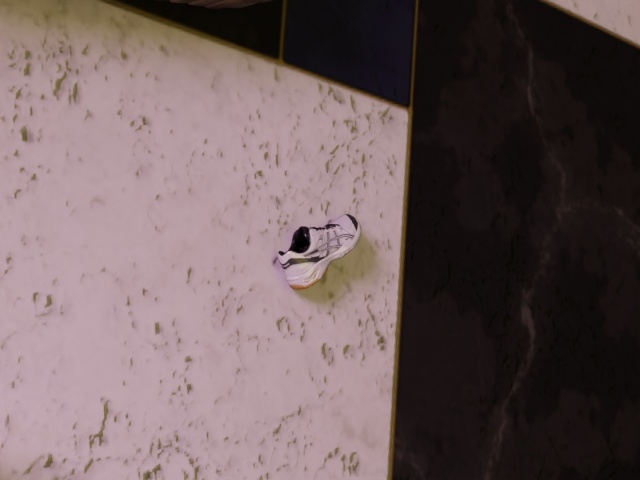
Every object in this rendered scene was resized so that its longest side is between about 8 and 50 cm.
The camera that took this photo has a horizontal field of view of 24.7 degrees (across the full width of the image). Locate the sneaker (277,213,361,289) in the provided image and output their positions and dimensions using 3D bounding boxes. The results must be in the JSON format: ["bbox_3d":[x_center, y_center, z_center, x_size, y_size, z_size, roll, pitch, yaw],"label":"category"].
[{"bbox_3d":[0.000,0.000,1.097,0.083,0.032,0.037,-47,117,-39],"label":"sneaker"}]

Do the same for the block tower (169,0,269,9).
[{"bbox_3d":[-0.141,-0.214,0.942,0.335,0.091,0.097,-2,87,-45],"label":"block tower"}]
